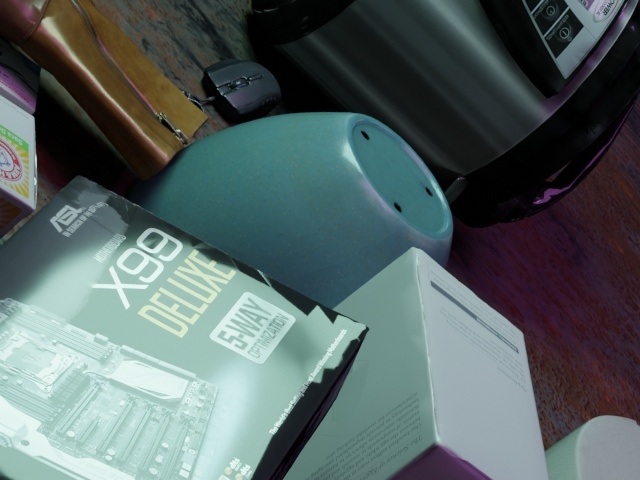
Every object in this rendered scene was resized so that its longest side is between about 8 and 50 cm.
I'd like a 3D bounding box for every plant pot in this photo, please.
[{"bbox_3d":[0.000,0.000,1.576,0.290,0.195,0.290,39,26,-24],"label":"plant pot"}]

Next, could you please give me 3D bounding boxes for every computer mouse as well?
[{"bbox_3d":[-0.103,-0.150,1.791,0.071,0.041,0.242,55,25,7],"label":"computer mouse"}]

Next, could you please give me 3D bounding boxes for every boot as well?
[{"bbox_3d":[-0.198,-0.201,1.570,0.280,0.096,0.264,41,20,-10],"label":"boot"}]

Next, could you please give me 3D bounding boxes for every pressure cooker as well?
[{"bbox_3d":[0.183,-0.245,2.022,0.420,0.370,0.375,44,22,-19],"label":"pressure cooker"}]

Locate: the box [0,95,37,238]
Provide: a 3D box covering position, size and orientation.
[{"bbox_3d":[-0.306,-0.071,1.244,0.203,0.114,0.103,35,29,-34],"label":"box"}]

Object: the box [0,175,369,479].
[{"bbox_3d":[-0.135,0.103,1.181,0.242,0.076,0.307,29,35,7],"label":"box"}]

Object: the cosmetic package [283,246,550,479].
[{"bbox_3d":[0.045,0.170,1.382,0.138,0.224,0.224,38,28,-26],"label":"cosmetic package"}]

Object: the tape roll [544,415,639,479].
[{"bbox_3d":[0.366,0.359,1.860,0.392,0.072,0.392,39,28,-25],"label":"tape roll"}]

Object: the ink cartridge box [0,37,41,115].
[{"bbox_3d":[-0.261,-0.126,1.499,0.048,0.028,0.083,36,29,-28],"label":"ink cartridge box"}]
